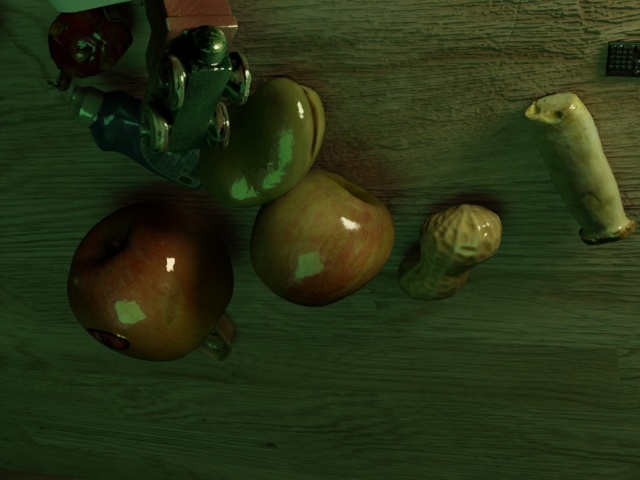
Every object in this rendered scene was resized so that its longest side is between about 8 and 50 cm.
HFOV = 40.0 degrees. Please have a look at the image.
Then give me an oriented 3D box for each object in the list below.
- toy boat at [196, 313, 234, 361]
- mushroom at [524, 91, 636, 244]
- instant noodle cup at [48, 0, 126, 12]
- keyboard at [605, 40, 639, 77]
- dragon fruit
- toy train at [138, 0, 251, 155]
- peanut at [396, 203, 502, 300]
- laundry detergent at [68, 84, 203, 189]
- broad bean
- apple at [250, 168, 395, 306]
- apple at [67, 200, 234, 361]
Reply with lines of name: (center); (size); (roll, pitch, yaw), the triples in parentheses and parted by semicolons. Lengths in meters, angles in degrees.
toy boat: (-0.276, 0.223, 2.168); (0.116, 0.061, 0.188); (-1, 138, 22)
mushroom: (0.433, -0.111, 1.453); (0.100, 0.081, 0.312); (-14, 128, 30)
instant noodle cup: (-0.292, -0.502, 1.142); (0.294, 0.293, 0.307); (-3, 130, 26)
keyboard: (0.522, -0.261, 1.283); (0.198, 0.010, 0.063); (5, 138, 17)
dragon fruit: (-0.412, -0.323, 1.511); (0.125, 0.125, 0.246); (31, 147, -20)
toy train: (-0.221, -0.274, 1.417); (0.150, 0.221, 0.304); (-9, 158, -26)
peanut: (0.235, 0.028, 1.673); (0.136, 0.120, 0.298); (42, 143, 8)
laundry detergent: (-0.322, -0.199, 1.606); (0.290, 0.094, 0.143); (24, 142, -23)
broad bean: (-0.100, -0.163, 1.520); (0.263, 0.121, 0.189); (-36, 79, 30)
apple: (0.000, 0.000, 1.605); (0.257, 0.257, 0.233); (26, 100, -9)
apple: (-0.345, 0.095, 1.820); (0.339, 0.338, 0.305); (-11, 133, 33)
